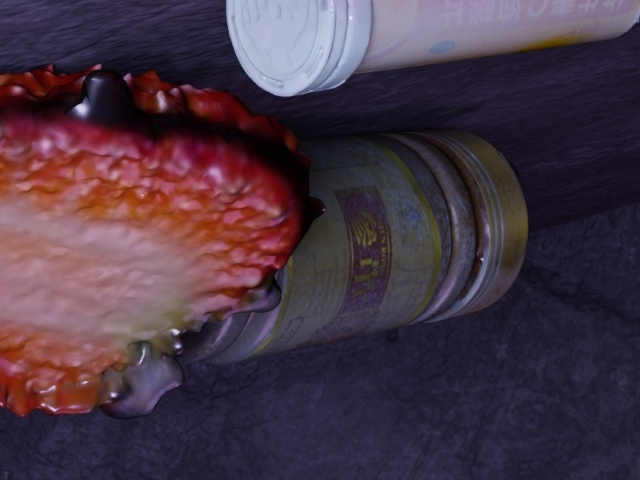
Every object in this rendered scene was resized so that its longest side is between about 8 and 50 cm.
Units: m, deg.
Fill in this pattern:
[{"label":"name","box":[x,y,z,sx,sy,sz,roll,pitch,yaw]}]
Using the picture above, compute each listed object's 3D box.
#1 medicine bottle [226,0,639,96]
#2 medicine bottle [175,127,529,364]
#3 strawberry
[{"label":"medicine bottle","box":[0.061,-0.116,0.814,0.218,0.074,0.074,-13,173,-40]},{"label":"medicine bottle","box":[0.000,0.000,1.269,0.151,0.151,0.322,-21,171,42]},{"label":"strawberry","box":[-0.155,-0.032,0.907,0.233,0.138,0.306,-38,139,20]}]
